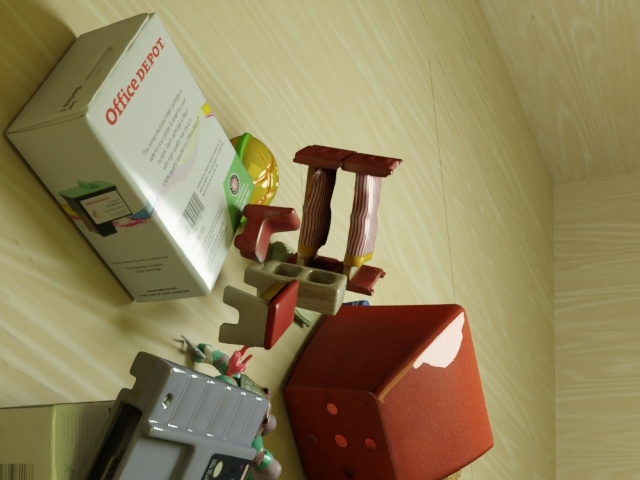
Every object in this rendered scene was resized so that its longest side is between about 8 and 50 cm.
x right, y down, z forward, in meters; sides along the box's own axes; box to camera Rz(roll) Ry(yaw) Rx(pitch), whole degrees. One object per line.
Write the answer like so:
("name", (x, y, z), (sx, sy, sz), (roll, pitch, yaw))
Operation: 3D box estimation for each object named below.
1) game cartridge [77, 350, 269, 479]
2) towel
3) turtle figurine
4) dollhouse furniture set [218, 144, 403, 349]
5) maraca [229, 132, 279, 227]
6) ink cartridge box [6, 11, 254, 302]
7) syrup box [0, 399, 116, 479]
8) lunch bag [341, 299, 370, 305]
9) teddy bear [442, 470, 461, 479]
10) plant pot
("game cartridge", (-0.180, 0.303, 0.868), (0.230, 0.068, 0.355), (37, 74, -57))
("towel", (-0.043, 0.071, 1.418), (0.148, 0.027, 0.110), (43, 45, -53))
("turtle figurine", (-0.119, 0.229, 1.126), (0.234, 0.118, 0.175), (62, 32, -47))
("dollhouse furniture set", (0.000, 0.000, 1.204), (0.374, 0.152, 0.201), (-47, 146, -68))
("maraca", (-0.109, -0.085, 1.252), (0.185, 0.099, 0.127), (82, 18, -75))
("ink cartridge box", (-0.209, -0.094, 1.016), (0.278, 0.117, 0.201), (61, 33, -37))
("syrup box", (-0.233, 0.217, 0.905), (0.237, 0.093, 0.096), (18, 67, -62))
("lunch bag", (0.071, 0.155, 1.583), (0.098, 0.065, 0.067), (67, 29, -30))
("teddy bear", (0.179, 0.346, 1.734), (0.338, 0.113, 0.245), (66, 22, -15))
("plant pot", (0.095, 0.273, 1.406), (0.236, 0.267, 0.267), (-31, 111, -50))
